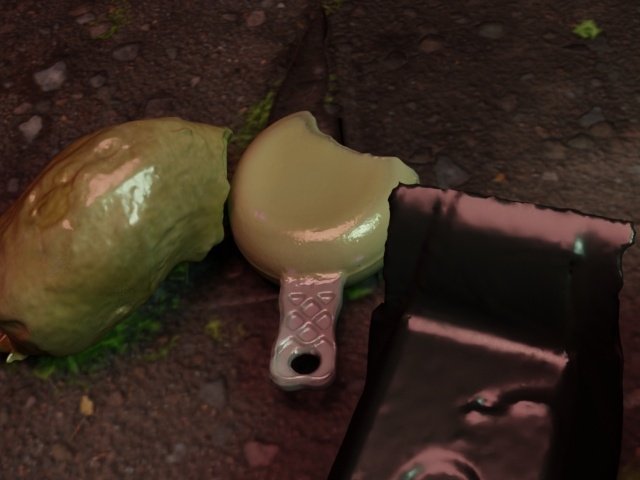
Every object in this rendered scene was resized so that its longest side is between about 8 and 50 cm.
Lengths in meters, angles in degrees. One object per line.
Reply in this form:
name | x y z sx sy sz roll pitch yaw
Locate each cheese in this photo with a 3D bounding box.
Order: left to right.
cheese | -0.020 0.002 0.704 0.163 0.070 0.248 14 55 23

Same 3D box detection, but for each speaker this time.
speaker | 0.054 0.178 0.462 0.180 0.184 0.388 10 54 20

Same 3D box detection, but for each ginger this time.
ginger | -0.173 -0.005 0.693 0.267 0.152 0.138 -33 50 -8
